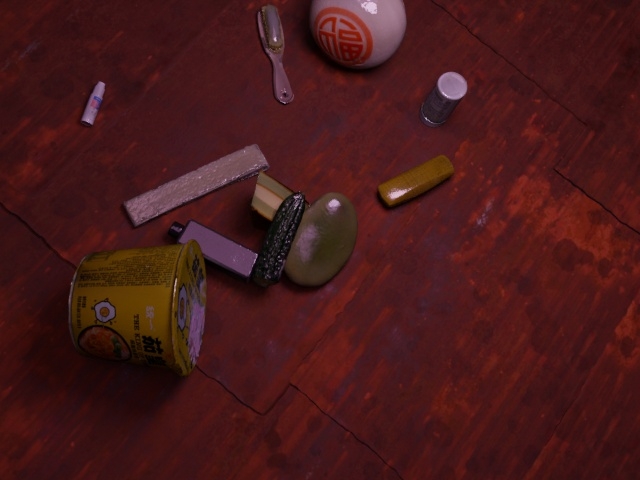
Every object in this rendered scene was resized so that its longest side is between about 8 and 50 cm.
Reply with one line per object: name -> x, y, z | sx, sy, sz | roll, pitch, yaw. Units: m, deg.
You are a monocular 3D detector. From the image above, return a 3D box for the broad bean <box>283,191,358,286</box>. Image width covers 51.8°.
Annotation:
broad bean -> 0.000, 0.000, 1.750 | 0.189, 0.121, 0.263 | 34, 88, -19

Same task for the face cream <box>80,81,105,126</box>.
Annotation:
face cream -> -0.619, -0.376, 1.801 | 0.034, 0.034, 0.130 | 15, 73, -4

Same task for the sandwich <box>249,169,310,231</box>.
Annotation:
sandwich -> -0.102, -0.091, 1.723 | 0.144, 0.187, 0.117 | 11, 75, 1

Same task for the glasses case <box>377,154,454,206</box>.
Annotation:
glasses case -> 0.271, -0.166, 1.853 | 0.234, 0.064, 0.079 | -27, 79, -14

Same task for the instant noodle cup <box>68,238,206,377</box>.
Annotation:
instant noodle cup -> -0.424, 0.154, 1.555 | 0.254, 0.325, 0.326 | 2, 75, 1

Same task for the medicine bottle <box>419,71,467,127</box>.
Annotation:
medicine bottle -> 0.345, -0.396, 1.864 | 0.086, 0.183, 0.086 | 2, 75, -8

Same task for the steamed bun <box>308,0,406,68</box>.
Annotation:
steamed bun -> 0.091, -0.599, 1.829 | 0.283, 0.283, 0.177 | 32, 57, 1

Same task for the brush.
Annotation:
brush -> -0.128, -0.544, 1.903 | 0.071, 0.067, 0.313 | -8, 78, -11

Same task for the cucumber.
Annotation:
cucumber -> -0.105, -0.004, 1.670 | 0.077, 0.077, 0.265 | 19, 91, -3

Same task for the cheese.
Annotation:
cheese -> -0.333, -0.153, 1.781 | 0.400, 0.034, 0.085 | -25, 80, -14

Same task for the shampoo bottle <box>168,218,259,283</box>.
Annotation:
shampoo bottle -> -0.279, 0.022, 1.717 | 0.246, 0.080, 0.079 | 27, 72, 0
